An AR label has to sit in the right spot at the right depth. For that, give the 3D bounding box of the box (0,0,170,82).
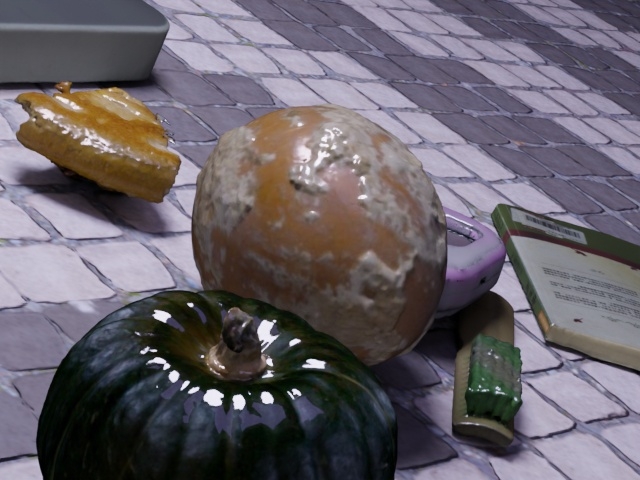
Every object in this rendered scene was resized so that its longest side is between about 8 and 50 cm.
[{"bbox_3d":[-0.389,-0.280,1.657,0.367,0.090,0.373,37,27,29],"label":"box"}]

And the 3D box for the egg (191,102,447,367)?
[{"bbox_3d":[0.000,0.000,1.266,0.203,0.203,0.245,6,34,-35],"label":"egg"}]

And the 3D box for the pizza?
[{"bbox_3d":[-0.200,-0.092,1.450,0.154,0.069,0.194,21,16,-6],"label":"pizza"}]

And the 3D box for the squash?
[{"bbox_3d":[-0.060,0.123,0.961,0.218,0.172,0.218,20,3,-1],"label":"squash"}]

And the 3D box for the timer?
[{"bbox_3d":[0.057,0.002,1.463,0.209,0.069,0.191,22,21,20],"label":"timer"}]

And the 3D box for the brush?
[{"bbox_3d":[0.147,0.095,1.393,0.054,0.048,0.282,21,20,-1],"label":"brush"}]

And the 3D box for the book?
[{"bbox_3d":[0.292,0.052,1.644,0.201,0.026,0.289,18,23,-12],"label":"book"}]
